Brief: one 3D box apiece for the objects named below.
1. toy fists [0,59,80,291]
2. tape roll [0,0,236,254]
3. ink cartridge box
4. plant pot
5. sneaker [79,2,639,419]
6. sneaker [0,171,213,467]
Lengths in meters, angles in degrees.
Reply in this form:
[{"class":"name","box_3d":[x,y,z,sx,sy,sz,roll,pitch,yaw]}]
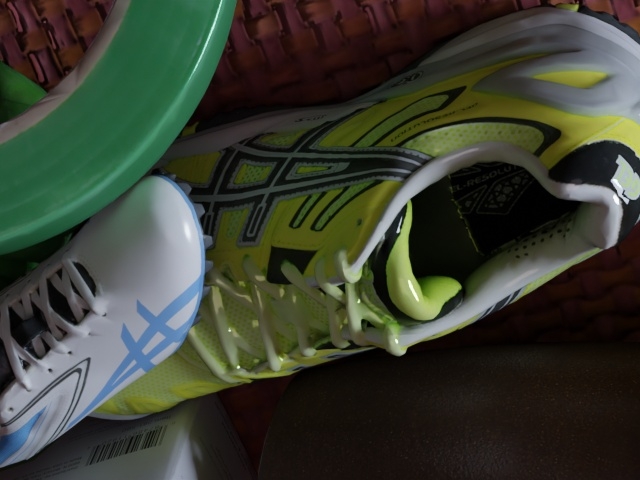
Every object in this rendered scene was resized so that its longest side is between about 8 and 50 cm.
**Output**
[{"class":"toy fists","box_3d":[-0.249,-0.003,1.028,0.279,0.096,0.142,-24,142,16]},{"class":"tape roll","box_3d":[-0.199,-0.149,0.899,0.321,0.077,0.321,0,87,0]},{"class":"ink cartridge box","box_3d":[-0.134,0.185,1.053,0.160,0.219,0.092,-19,112,15]},{"class":"plant pot","box_3d":[0.089,0.145,1.033,0.230,0.215,0.215,9,117,18]},{"class":"sneaker","box_3d":[0.000,0.000,0.989,0.385,0.147,0.145,-28,111,21]},{"class":"sneaker","box_3d":[-0.141,0.051,0.980,0.237,0.086,0.085,-44,73,34]}]
